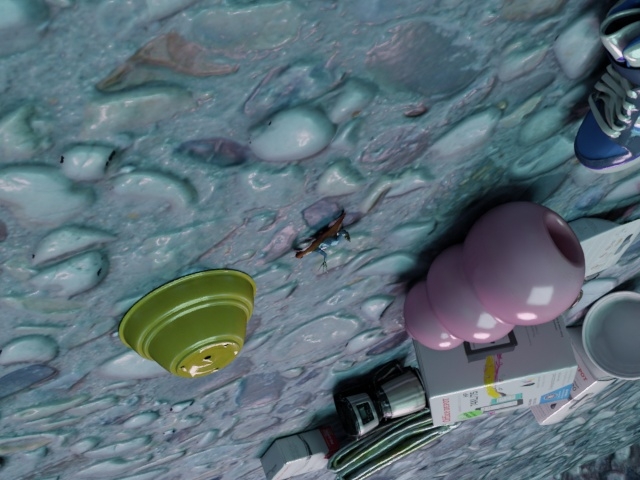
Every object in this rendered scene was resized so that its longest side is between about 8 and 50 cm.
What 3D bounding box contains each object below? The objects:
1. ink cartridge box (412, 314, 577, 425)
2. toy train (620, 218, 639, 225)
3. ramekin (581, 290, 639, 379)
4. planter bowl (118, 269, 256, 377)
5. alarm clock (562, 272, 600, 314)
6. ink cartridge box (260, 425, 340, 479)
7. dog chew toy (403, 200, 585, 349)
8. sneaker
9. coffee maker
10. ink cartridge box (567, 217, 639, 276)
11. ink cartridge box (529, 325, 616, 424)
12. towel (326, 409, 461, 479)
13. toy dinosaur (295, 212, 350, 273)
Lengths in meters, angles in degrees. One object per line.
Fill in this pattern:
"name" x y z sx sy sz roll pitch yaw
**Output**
"ink cartridge box" 0.317 0.207 1.745 0.270 0.197 0.198 -13 152 4
"toy train" 0.620 -0.027 1.849 0.083 0.023 0.017 -14 150 -24
"ramekin" 0.734 0.224 2.190 0.207 0.207 0.109 -38 159 20
"planter bowl" -0.181 0.142 1.375 0.217 0.090 0.217 -21 152 -11
"alarm clock" 0.496 0.111 1.932 0.192 0.064 0.129 -26 152 3
"ink cartridge box" -0.048 0.485 2.100 0.151 0.063 0.109 -7 147 -34
"dog chew toy" 0.274 0.077 1.558 0.332 0.206 0.207 -35 152 33
"sneaker" 0.410 -0.228 1.240 0.236 0.130 0.323 12 139 -37
"coffee maker" 0.127 0.351 1.964 0.178 0.120 0.171 -19 152 -14
"ink cartridge box" 0.511 0.018 1.810 0.232 0.066 0.189 -23 153 -25
"ink cartridge box" 0.604 0.338 2.309 0.092 0.158 0.218 2 141 -42
"towel" 0.173 0.470 2.166 0.321 0.090 0.374 -28 165 -1
"toy dinosaur" 0.000 0.000 1.367 0.082 0.047 0.090 -13 117 -8
